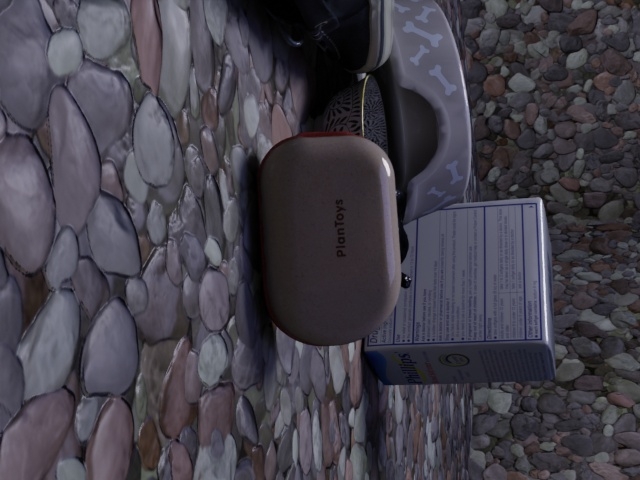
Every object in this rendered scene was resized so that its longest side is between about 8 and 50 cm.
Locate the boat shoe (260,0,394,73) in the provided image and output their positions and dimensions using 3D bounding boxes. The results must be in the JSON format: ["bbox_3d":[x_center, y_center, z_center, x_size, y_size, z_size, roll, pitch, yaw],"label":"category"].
[{"bbox_3d":[0.005,-0.314,1.064,0.500,0.155,0.187,63,21,-83],"label":"boat shoe"}]

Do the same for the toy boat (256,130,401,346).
[{"bbox_3d":[0.000,0.000,1.051,0.151,0.150,0.231,175,-88,-75],"label":"toy boat"}]

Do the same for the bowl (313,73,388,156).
[{"bbox_3d":[0.037,-0.134,1.275,0.170,0.080,0.170,-3,90,-76],"label":"bowl"}]

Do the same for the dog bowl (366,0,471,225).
[{"bbox_3d":[0.132,-0.199,1.411,0.349,0.102,0.349,170,-90,-84],"label":"dog bowl"}]

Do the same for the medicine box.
[{"bbox_3d":[0.229,0.086,1.554,0.149,0.289,0.264,61,29,-55],"label":"medicine box"}]

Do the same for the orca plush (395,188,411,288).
[{"bbox_3d":[0.091,0.011,1.246,0.151,0.102,0.287,-48,168,-10],"label":"orca plush"}]
